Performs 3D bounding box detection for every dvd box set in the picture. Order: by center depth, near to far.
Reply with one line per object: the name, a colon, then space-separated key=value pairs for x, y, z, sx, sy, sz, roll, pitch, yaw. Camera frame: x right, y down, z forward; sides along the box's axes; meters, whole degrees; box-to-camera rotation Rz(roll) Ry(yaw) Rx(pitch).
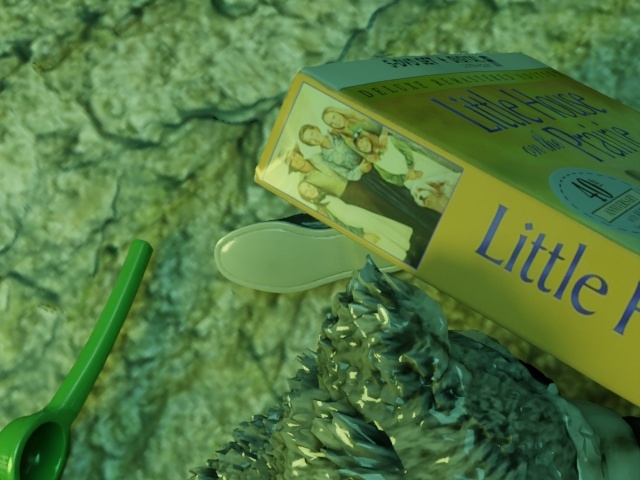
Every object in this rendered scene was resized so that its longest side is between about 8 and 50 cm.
dvd box set: x=0.214 y=0.029 z=0.680 sx=0.420 sy=0.307 sz=0.062 roll=31 pitch=110 yaw=20

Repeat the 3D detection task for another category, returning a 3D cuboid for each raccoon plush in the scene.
raccoon plush: x=-0.051 y=0.197 z=0.663 sx=0.446 sy=0.299 sz=0.216 roll=-37 pitch=71 yaw=-5

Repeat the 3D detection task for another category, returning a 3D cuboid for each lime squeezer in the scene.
lime squeezer: x=-0.197 y=0.131 z=0.846 sx=0.310 sy=0.059 sz=0.110 roll=-38 pitch=41 yaw=-4

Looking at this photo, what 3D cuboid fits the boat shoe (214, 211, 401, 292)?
boat shoe: x=0.000 y=0.000 z=0.861 sx=0.125 sy=0.038 sz=0.046 roll=-10 pitch=112 yaw=10
